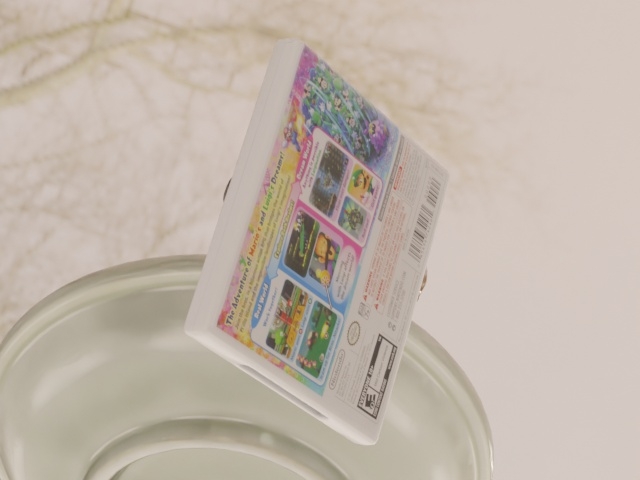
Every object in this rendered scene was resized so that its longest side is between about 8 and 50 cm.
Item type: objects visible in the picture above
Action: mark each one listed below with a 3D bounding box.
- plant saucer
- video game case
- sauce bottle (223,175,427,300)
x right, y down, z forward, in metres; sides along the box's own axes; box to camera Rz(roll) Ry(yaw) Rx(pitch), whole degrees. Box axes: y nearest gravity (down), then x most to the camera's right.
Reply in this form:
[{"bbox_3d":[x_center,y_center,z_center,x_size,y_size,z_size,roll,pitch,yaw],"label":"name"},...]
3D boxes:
[{"bbox_3d":[-0.070,0.187,1.353,0.400,0.100,0.400,4,-49,5],"label":"plant saucer"},{"bbox_3d":[0.003,0.003,0.879,0.019,0.157,0.143,-1,-27,40],"label":"video game case"},{"bbox_3d":[0.000,0.000,1.015,0.128,0.042,0.042,30,-20,22],"label":"sauce bottle"}]
